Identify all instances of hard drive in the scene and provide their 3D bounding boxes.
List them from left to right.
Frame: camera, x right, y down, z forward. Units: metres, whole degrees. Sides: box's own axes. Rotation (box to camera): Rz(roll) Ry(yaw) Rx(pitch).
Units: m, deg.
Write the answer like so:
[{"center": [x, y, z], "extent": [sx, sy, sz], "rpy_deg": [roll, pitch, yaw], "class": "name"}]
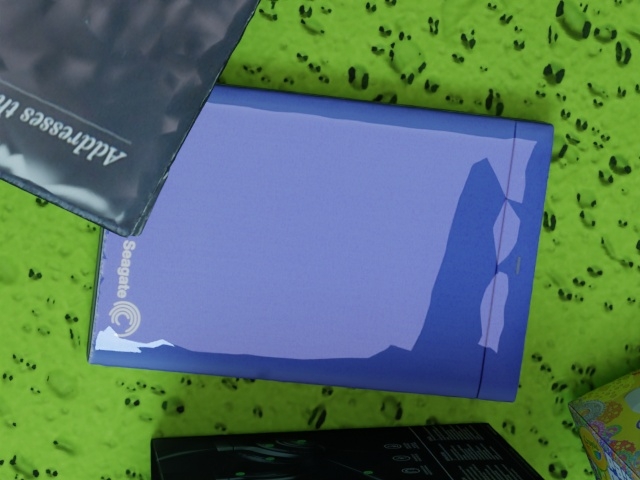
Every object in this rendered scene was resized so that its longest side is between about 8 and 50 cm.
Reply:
[{"center": [0.000, 0.000, 1.366], "extent": [0.318, 0.040, 0.210], "rpy_deg": [6, 98, -10], "class": "hard drive"}]

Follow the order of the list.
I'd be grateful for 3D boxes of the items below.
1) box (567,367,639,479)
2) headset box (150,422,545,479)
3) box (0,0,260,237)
[{"center": [0.380, 0.203, 1.372], "extent": [0.290, 0.177, 0.279], "rpy_deg": [-24, 110, -5], "class": "box"}, {"center": [0.010, 0.221, 1.296], "extent": [0.283, 0.246, 0.131], "rpy_deg": [-1, 98, -10], "class": "headset box"}, {"center": [-0.224, -0.332, 1.071], "extent": [0.479, 0.297, 0.472], "rpy_deg": [26, 98, -22], "class": "box"}]
